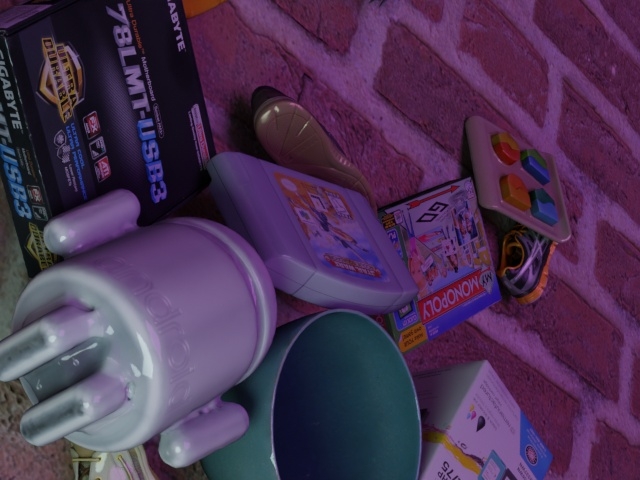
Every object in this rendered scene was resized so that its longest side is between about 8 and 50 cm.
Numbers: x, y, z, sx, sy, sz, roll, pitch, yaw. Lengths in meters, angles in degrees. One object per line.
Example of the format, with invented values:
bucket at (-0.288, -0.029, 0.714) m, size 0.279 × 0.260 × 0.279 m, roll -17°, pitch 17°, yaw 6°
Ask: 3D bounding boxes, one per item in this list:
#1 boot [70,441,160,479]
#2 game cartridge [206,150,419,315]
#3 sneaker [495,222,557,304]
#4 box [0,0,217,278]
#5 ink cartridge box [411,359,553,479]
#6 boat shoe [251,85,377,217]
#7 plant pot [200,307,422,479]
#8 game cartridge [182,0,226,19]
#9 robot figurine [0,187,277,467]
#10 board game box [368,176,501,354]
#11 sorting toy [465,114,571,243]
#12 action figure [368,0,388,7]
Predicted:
boot at (-0.258, 0.278, 1.380) m, size 0.165 × 0.077 × 0.213 m, roll -46°, pitch 118°, yaw -43°
game cartridge at (0.000, 0.000, 1.603) m, size 0.297 × 0.062 × 0.198 m, roll 15°, pitch 34°, yaw -49°
sneaker at (0.356, 0.002, 2.211) m, size 0.083 × 0.084 × 0.215 m, roll 34°, pitch 52°, yaw -27°
box at (-0.243, -0.145, 1.439) m, size 0.293 × 0.073 × 0.296 m, roll -40°, pitch 129°, yaw -47°
ink cartridge box at (0.156, 0.338, 1.773) m, size 0.198 × 0.197 × 0.270 m, roll 54°, pitch 45°, yaw -20°
boat shoe at (-0.009, -0.105, 1.758) m, size 0.285 × 0.102 × 0.092 m, roll 51°, pitch 11°, yaw -40°
plant pot at (-0.037, 0.237, 1.567) m, size 0.290 × 0.195 × 0.290 m, roll 14°, pitch 72°, yaw -49°
game cartridge at (-0.237, -0.395, 1.569) m, size 0.323 × 0.052 × 0.285 m, roll -38°, pitch 112°, yaw -47°
robot figurine at (-0.179, 0.092, 1.344) m, size 0.353 × 0.199 × 0.300 m, roll -29°, pitch 94°, yaw -55°
board game box at (0.165, 0.036, 1.987) m, size 0.317 × 0.046 × 0.214 m, roll -22°, pitch 99°, yaw -51°
sorting toy at (0.342, -0.107, 2.176) m, size 0.208 × 0.038 × 0.193 m, roll 20°, pitch 49°, yaw -34°
action figure at (0.061, -0.475, 1.932) m, size 0.285 × 0.099 × 0.185 m, roll 51°, pitch 39°, yaw -37°
